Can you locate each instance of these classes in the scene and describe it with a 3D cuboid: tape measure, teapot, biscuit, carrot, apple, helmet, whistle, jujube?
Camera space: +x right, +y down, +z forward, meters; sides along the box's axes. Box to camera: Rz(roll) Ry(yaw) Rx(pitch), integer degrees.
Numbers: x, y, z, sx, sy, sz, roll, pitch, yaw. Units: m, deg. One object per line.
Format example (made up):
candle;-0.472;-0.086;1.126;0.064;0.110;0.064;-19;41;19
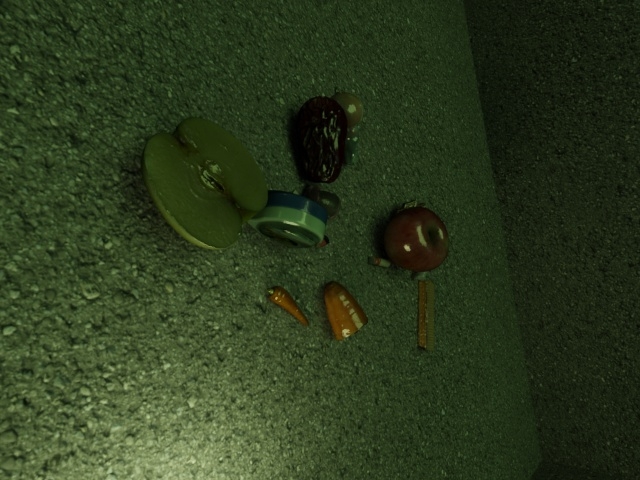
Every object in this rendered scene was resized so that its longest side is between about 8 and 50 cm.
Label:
tape measure;-0.106;-0.067;1.453;0.259;0.262;0.138;26;75;-40
teapot;0.004;-0.168;1.670;0.146;0.116;0.148;22;65;-45
biscuit;0.472;-0.120;2.134;0.215;0.034;0.182;-44;120;-5
carrot;-0.107;0.247;1.525;0.256;0.061;0.061;47;52;-33
apple;-0.337;-0.174;1.207;0.312;0.320;0.360;-39;110;-1
carrot;0.081;0.273;1.661;0.159;0.159;0.224;-33;96;-44
helmet;0.000;0.001;1.687;0.065;0.049;0.084;49;13;15
biscuit;0.571;0.400;2.201;0.094;0.054;0.378;18;69;-44
apple;0.459;-0.001;2.004;0.345;0.270;0.344;9;74;-36
whistle;0.122;-0.513;1.831;0.189;0.189;0.347;-37;120;-43
jujube;0.007;-0.403;1.676;0.216;0.216;0.341;1;88;-46

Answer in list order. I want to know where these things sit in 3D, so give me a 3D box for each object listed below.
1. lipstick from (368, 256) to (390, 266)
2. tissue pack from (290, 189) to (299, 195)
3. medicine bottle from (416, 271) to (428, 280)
lipstick;0.285;0.103;1.971;0.131;0.038;0.038;13;74;-45
tissue pack;-0.089;-0.146;1.640;0.108;0.023;0.056;55;46;-24
medicine bottle;0.591;0.064;2.245;0.110;0.110;0.351;46;53;-31
